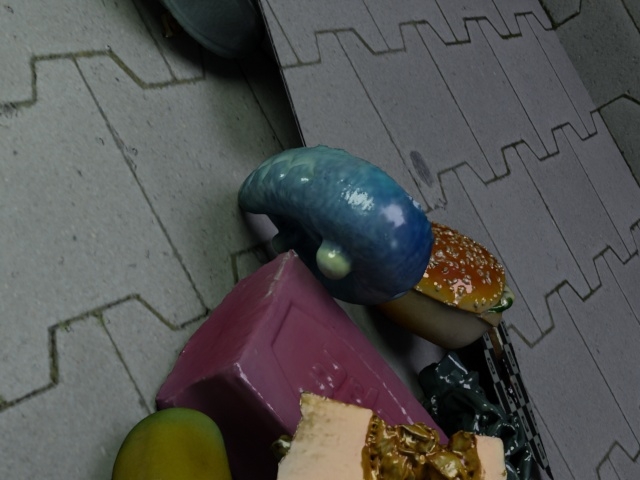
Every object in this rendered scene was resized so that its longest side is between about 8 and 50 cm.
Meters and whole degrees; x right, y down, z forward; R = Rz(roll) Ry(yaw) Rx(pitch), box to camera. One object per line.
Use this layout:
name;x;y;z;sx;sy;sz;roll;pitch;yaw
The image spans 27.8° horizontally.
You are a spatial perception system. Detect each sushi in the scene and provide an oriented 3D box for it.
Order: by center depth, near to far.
sushi;0.261;0.207;1.963;0.264;0.050;0.290;47;25;-54

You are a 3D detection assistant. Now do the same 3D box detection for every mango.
mango;-0.135;0.230;1.222;0.130;0.092;0.195;40;25;-8

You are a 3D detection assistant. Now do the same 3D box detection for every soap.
soap;0.001;0.217;1.434;0.359;0.128;0.233;51;32;-18

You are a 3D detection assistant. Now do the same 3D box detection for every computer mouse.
computer mouse;-0.181;-0.374;1.644;0.374;0.114;0.203;58;10;-49

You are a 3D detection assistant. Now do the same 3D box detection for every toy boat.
toy boat;0.000;0.000;1.517;0.123;0.330;0.215;-44;111;-20

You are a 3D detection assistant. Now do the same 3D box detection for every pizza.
pizza;-0.194;-0.294;1.704;0.037;0.016;0.083;47;34;-32

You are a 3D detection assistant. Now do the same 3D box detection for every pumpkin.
pumpkin;0.052;0.240;1.275;0.248;0.126;0.131;19;64;-20

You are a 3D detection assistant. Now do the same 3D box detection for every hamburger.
hamburger;0.152;0.051;1.777;0.236;0.147;0.237;32;11;-7

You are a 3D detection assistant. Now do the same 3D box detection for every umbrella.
umbrella;0.207;0.246;1.658;0.143;0.094;0.349;43;4;-8

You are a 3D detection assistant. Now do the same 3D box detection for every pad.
pad;-0.066;-0.278;1.784;0.248;0.007;0.368;71;1;-68
